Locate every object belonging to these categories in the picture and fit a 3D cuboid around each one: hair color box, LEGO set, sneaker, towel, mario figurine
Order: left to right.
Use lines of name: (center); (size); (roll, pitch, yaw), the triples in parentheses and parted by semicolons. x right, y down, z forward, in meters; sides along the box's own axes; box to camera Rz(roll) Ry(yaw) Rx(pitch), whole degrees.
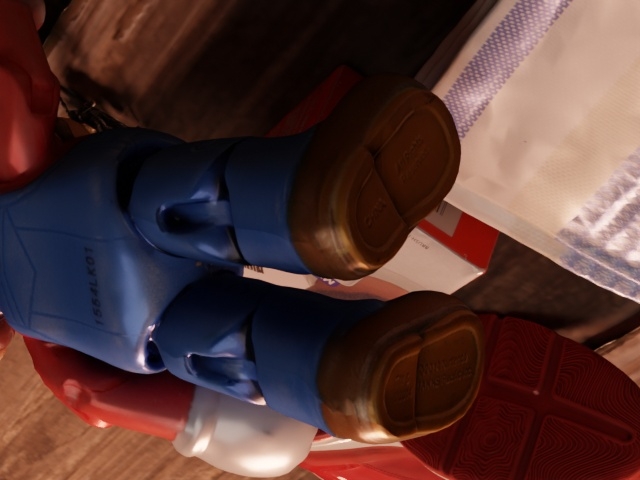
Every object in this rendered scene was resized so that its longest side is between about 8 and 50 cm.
LEGO set: (-0.110, -0.054, 0.856); (0.083, 0.023, 0.054); (43, 144, -4)
mario figurine: (-0.078, -0.018, 0.763); (0.320, 0.198, 0.170); (9, 172, 34)
hair color box: (0.000, 0.000, 0.827); (0.093, 0.053, 0.167); (32, 148, -13)
sneaker: (0.077, 0.098, 0.915); (0.221, 0.087, 0.128); (10, 157, 37)
towel: (0.180, -0.026, 0.685); (0.285, 0.034, 0.209); (27, 144, -7)
